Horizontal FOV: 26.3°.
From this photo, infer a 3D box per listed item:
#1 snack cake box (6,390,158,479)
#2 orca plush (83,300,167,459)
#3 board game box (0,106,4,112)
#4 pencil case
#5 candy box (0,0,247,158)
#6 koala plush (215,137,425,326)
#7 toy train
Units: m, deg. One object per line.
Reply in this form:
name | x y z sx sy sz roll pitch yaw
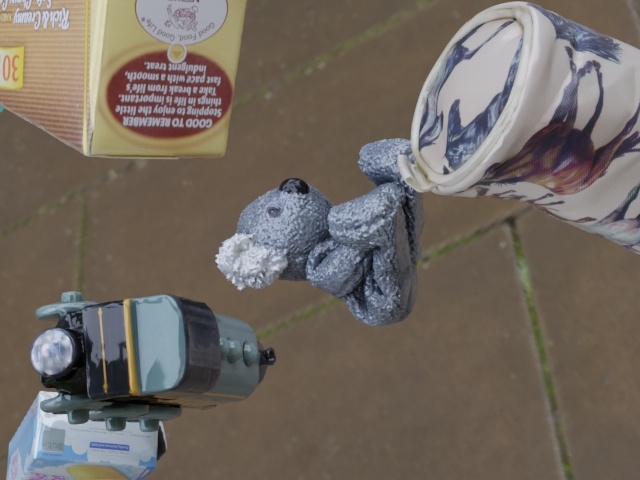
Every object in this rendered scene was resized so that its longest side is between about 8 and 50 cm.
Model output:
snack cake box | -0.313 0.277 1.768 0.264 0.152 0.089 132 142 -61
orca plush | -0.339 0.218 2.112 0.151 0.102 0.287 -31 65 19
board game box | -0.328 -0.194 1.060 0.047 0.210 0.160 -41 30 24
pencil case | 0.264 -0.061 1.141 0.183 0.410 0.160 -66 28 11
candy box | -0.107 -0.216 0.714 0.183 0.087 0.316 28 113 52
koala plush | 0.000 0.000 1.601 0.221 0.203 0.196 3 32 15
toy train | -0.176 0.131 1.488 0.190 0.334 0.142 -8 78 17
